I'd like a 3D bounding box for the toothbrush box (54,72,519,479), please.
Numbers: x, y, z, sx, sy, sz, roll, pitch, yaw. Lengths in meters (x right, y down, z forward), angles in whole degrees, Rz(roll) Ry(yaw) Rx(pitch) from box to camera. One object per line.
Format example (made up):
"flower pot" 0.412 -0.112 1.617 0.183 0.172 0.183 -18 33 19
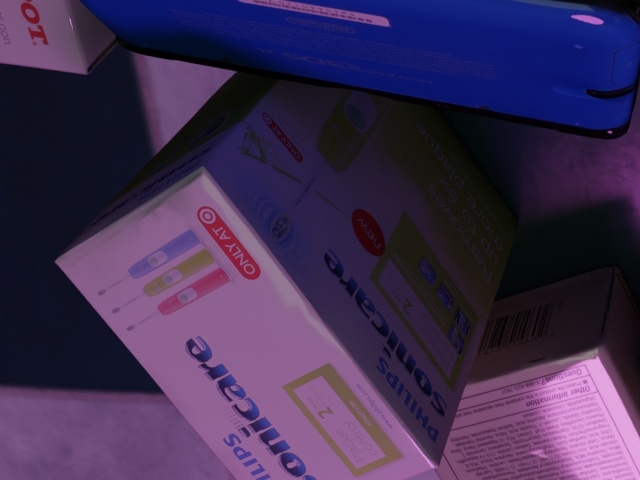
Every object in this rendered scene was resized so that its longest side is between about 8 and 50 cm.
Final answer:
"toothbrush box" 0.000 0.000 0.772 0.122 0.283 0.206 -29 105 31

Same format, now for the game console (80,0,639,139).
"game console" 0.033 -0.168 0.654 0.293 0.250 0.173 11 82 13

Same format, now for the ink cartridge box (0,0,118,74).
"ink cartridge box" -0.249 -0.223 0.757 0.272 0.114 0.197 9 135 20

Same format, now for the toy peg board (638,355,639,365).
"toy peg board" 0.317 0.118 0.846 0.161 0.079 0.161 -22 95 11

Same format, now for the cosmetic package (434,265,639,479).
"cosmetic package" 0.201 0.190 0.913 0.160 0.113 0.309 -19 112 27
